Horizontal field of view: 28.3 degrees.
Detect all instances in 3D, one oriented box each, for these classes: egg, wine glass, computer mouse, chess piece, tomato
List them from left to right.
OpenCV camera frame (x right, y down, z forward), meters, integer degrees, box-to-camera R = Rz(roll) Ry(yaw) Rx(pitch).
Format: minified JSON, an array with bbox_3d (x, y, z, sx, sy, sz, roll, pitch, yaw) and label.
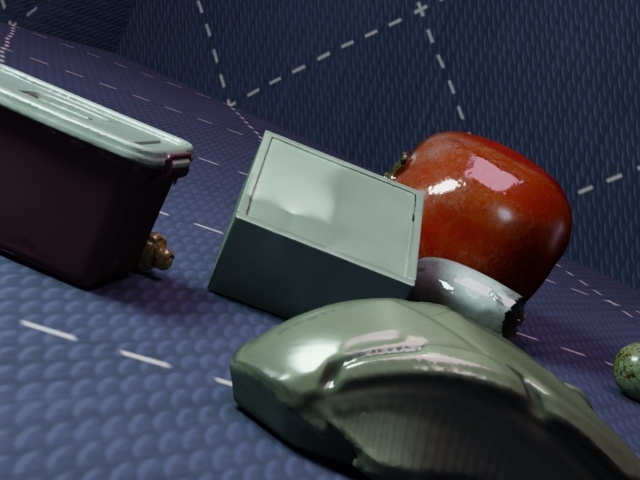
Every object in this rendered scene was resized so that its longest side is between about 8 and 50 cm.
[{"bbox_3d":[-0.246,-0.012,1.483,0.172,0.060,0.060,28,10,17],"label":"chess piece"},{"bbox_3d":[0.170,0.083,1.712,0.204,0.111,0.111,20,7,25],"label":"wine glass"},{"bbox_3d":[0.125,0.142,1.180,0.429,0.145,0.228,18,7,-21],"label":"computer mouse"},{"bbox_3d":[0.215,-0.019,1.930,0.290,0.293,0.325,36,4,1],"label":"tomato"},{"bbox_3d":[0.479,0.194,1.864,0.110,0.085,0.085,23,7,-30],"label":"egg"}]

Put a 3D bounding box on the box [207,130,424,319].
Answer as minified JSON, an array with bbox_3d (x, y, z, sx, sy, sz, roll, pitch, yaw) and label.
[{"bbox_3d":[0.000,0.000,1.582,0.225,0.117,0.225,21,32,-5],"label":"box"}]

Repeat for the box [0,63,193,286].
[{"bbox_3d":[-0.304,-0.075,1.372,0.294,0.167,0.193,23,8,8],"label":"box"}]
